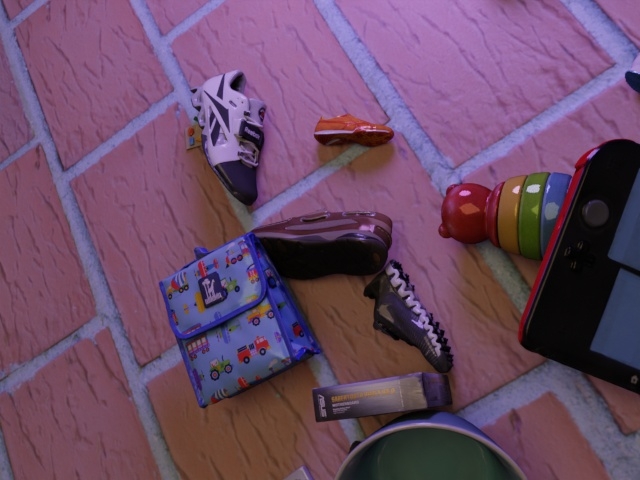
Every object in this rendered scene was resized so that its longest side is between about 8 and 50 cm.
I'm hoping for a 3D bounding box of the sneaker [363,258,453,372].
[{"bbox_3d":[0.155,0.155,1.180,0.106,0.078,0.234,-36,62,13],"label":"sneaker"}]

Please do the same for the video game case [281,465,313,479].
[{"bbox_3d":[-0.051,0.550,1.186,0.173,0.022,0.190,-38,66,9],"label":"video game case"}]

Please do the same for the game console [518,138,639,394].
[{"bbox_3d":[0.515,0.062,0.957,0.387,0.060,0.341,22,83,-9],"label":"game console"}]

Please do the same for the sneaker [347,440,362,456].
[{"bbox_3d":[0.088,0.426,1.146,0.089,0.051,0.170,7,75,28],"label":"sneaker"}]

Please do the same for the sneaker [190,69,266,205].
[{"bbox_3d":[-0.178,-0.238,1.391,0.146,0.122,0.330,-27,68,16],"label":"sneaker"}]

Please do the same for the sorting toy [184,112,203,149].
[{"bbox_3d":[-0.296,-0.260,1.506,0.062,0.012,0.083,-15,71,18],"label":"sorting toy"}]

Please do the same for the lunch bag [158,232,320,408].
[{"bbox_3d":[-0.173,0.140,1.252,0.221,0.138,0.293,-30,77,16],"label":"lunch bag"}]

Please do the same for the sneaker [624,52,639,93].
[{"bbox_3d":[0.649,-0.273,1.085,0.229,0.087,0.092,33,88,24],"label":"sneaker"}]

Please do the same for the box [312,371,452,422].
[{"bbox_3d":[0.112,0.265,1.079,0.183,0.231,0.056,-14,73,19],"label":"box"}]

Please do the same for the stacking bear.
[{"bbox_3d":[0.353,-0.042,1.111,0.289,0.164,0.175,4,78,28],"label":"stacking bear"}]

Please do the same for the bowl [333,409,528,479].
[{"bbox_3d":[0.178,0.399,1.021,0.312,0.163,0.311,2,102,9],"label":"bowl"}]

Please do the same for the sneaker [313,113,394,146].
[{"bbox_3d":[0.069,-0.236,1.325,0.175,0.064,0.067,8,69,21],"label":"sneaker"}]

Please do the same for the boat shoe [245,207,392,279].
[{"bbox_3d":[0.000,0.000,1.272,0.324,0.122,0.120,2,44,31],"label":"boat shoe"}]
